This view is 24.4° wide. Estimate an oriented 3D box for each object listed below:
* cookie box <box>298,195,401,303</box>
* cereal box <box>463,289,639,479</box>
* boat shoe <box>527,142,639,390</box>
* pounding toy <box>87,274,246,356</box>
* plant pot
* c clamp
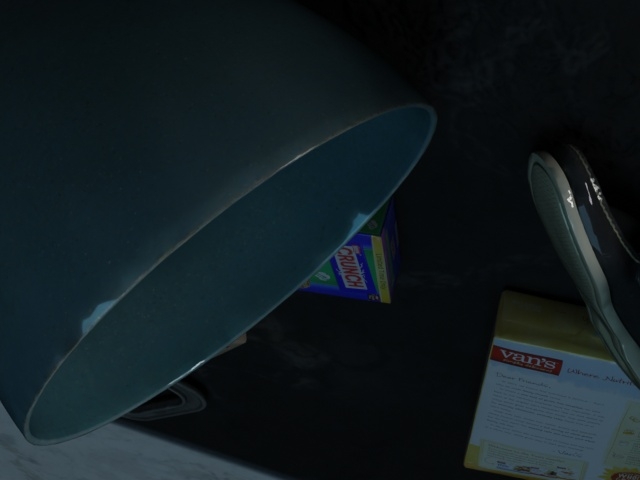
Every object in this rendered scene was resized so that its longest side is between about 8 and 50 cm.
[{"bbox_3d":[0.000,0.000,1.061,0.107,0.040,0.092,8,148,13],"label":"cookie box"},{"bbox_3d":[0.210,0.131,1.168,0.173,0.047,0.240,12,148,5],"label":"cereal box"},{"bbox_3d":[0.203,0.014,0.975,0.079,0.084,0.233,-34,126,3],"label":"boat shoe"},{"bbox_3d":[-0.163,-0.011,1.006,0.206,0.181,0.094,5,159,-38],"label":"pounding toy"},{"bbox_3d":[-0.107,-0.049,0.847,0.195,0.290,0.290,50,151,11],"label":"plant pot"},{"bbox_3d":[-0.190,0.138,1.395,0.161,0.022,0.137,-12,140,39],"label":"c clamp"}]
